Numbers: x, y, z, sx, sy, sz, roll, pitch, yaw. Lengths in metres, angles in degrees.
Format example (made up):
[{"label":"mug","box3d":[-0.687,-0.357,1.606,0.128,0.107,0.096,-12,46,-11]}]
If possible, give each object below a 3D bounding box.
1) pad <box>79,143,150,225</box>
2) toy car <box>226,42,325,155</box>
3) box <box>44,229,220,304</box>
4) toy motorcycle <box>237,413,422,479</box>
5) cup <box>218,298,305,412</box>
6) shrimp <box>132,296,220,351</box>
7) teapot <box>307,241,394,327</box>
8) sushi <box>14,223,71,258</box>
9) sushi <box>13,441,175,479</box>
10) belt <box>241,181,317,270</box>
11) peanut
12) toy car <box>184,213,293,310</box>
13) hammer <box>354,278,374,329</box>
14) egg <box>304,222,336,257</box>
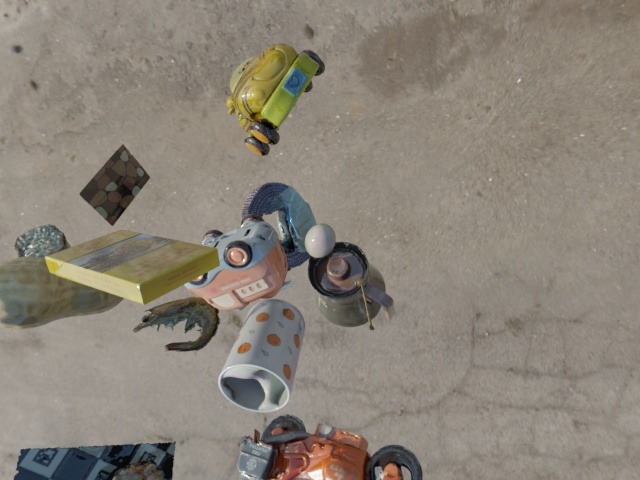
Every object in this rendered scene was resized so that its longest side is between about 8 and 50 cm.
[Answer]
[{"label":"pad","box3d":[-0.673,-0.184,1.507,0.003,0.234,0.158,5,143,29]},{"label":"toy car","box3d":[-0.107,-0.292,0.899,0.142,0.248,0.200,33,75,-12]},{"label":"box","box3d":[-0.181,0.020,0.435,0.155,0.087,0.023,9,118,33]},{"label":"toy motorcycle","box3d":[-0.001,0.431,0.775,0.326,0.221,0.147,4,142,28]},{"label":"cup","box3d":[-0.164,0.341,1.430,0.213,0.317,0.212,6,125,8]},{"label":"shrimp","box3d":[-0.429,0.265,1.383,0.058,0.253,0.173,-15,95,68]},{"label":"teapot","box3d":[0.127,0.190,1.819,0.376,0.361,0.305,30,77,25]},{"label":"sushi","box3d":[-0.737,0.048,1.233,0.225,0.124,0.127,28,138,45]},{"label":"sushi","box3d":[-0.400,0.518,0.799,0.059,0.292,0.293,-16,67,51]},{"label":"belt","box3d":[-0.148,-0.053,1.649,0.260,0.122,0.324,-22,100,-20]},{"label":"peanut","box3d":[-0.462,0.085,0.824,0.136,0.298,0.120,13,97,25]},{"label":"toy car","box3d":[-0.212,0.077,1.186,0.271,0.180,0.212,-20,114,17]},{"label":"hammer","box3d":[0.093,0.129,0.926,0.029,0.122,0.014,-13,139,4]},{"label":"egg","box3d":[0.000,0.000,1.522,0.103,0.103,0.135,33,137,10]}]
